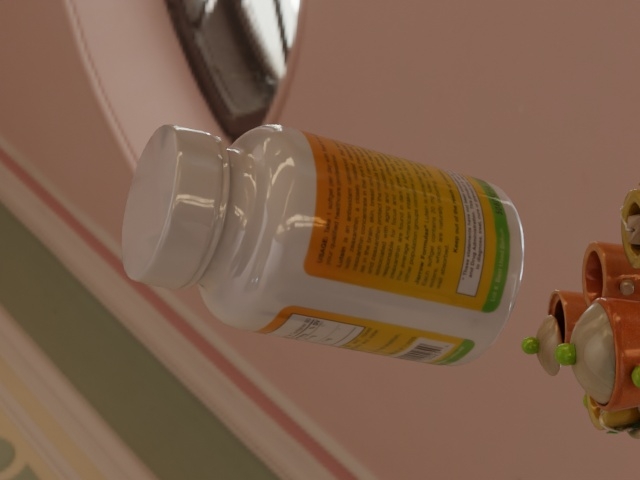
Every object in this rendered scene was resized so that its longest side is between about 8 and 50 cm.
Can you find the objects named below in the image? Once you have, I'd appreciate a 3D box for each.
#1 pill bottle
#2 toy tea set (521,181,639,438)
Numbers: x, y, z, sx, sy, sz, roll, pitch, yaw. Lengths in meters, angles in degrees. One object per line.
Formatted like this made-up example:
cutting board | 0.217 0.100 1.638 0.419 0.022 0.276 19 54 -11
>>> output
pill bottle | 0.000 0.000 0.751 0.245 0.136 0.136 13 -150 -25
toy tea set | 0.250 0.083 1.045 0.124 0.336 0.200 -1 -113 -4
